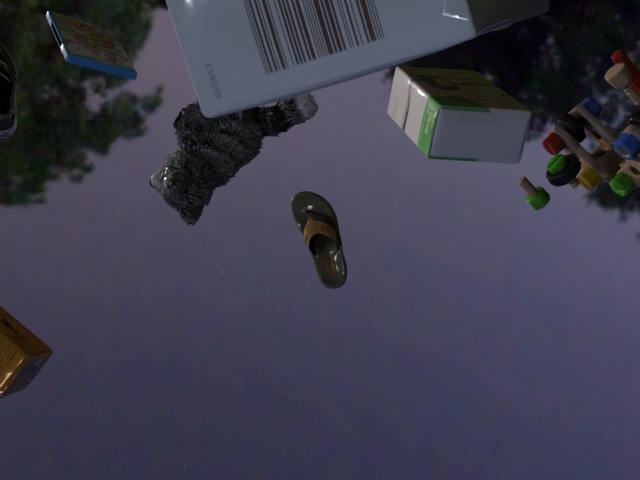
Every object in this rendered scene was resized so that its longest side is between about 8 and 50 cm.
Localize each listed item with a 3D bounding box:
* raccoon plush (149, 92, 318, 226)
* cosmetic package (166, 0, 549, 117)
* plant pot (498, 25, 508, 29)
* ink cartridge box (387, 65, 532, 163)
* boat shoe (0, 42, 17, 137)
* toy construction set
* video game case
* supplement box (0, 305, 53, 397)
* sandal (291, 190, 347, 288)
[{"bbox_3d":[-0.232,-0.234,2.327,0.446,0.216,0.299,-27,-144,22],"label":"raccoon plush"},{"bbox_3d":[0.038,-0.362,1.063,0.329,0.327,0.393,-13,-169,26],"label":"cosmetic package"},{"bbox_3d":[0.301,-0.482,1.647,0.201,0.201,0.180,7,-131,-8],"label":"plant pot"},{"bbox_3d":[0.288,-0.275,1.968,0.211,0.121,0.289,1,-154,-16],"label":"ink cartridge box"},{"bbox_3d":[-0.584,-0.291,1.663,0.078,0.070,0.219,-6,-120,-24],"label":"boat shoe"},{"bbox_3d":[0.537,-0.148,1.533,0.257,0.237,0.309,-21,-149,52],"label":"toy construction set"},{"bbox_3d":[-0.380,-0.325,1.517,0.119,0.015,0.166,11,-149,-36],"label":"video game case"},{"bbox_3d":[-0.465,0.102,1.185,0.233,0.080,0.078,36,-175,8],"label":"supplement box"},{"bbox_3d":[0.000,0.000,1.580,0.072,0.180,0.049,-17,-175,14],"label":"sandal"}]
